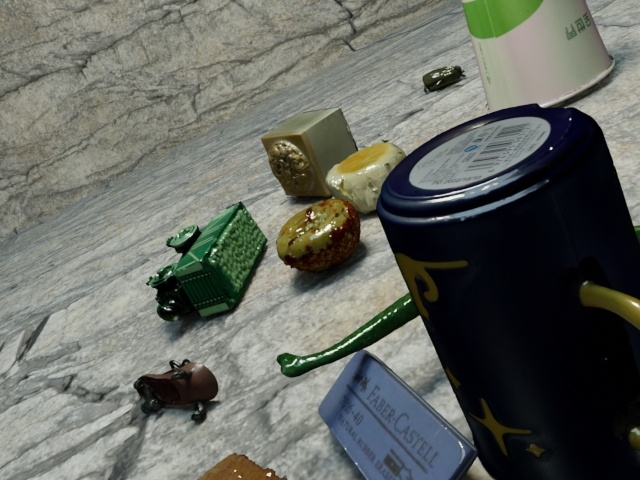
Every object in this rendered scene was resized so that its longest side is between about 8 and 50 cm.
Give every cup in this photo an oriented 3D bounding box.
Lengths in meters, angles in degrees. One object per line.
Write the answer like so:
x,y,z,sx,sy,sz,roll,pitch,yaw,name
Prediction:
0.387,-0.402,1.201,0.253,0.274,0.253,-24,22,10,cup
0.187,0.042,0.462,0.255,0.256,0.178,2,36,49,cup

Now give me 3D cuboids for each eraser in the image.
0.062,0.171,0.583,0.082,0.036,0.225,-54,24,-1,eraser

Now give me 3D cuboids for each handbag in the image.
0.310,-0.414,1.625,0.111,0.047,0.072,-13,20,32,handbag

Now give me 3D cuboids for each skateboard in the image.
-0.189,0.187,0.852,0.151,0.067,0.080,-12,17,43,skateboard

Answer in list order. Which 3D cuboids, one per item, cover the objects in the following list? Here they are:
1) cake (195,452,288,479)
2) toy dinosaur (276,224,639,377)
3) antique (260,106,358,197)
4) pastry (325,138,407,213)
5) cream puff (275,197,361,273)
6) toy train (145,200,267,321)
-0.006,0.229,0.455,0.295,0.116,0.113,-9,29,40,cake
0.200,0.037,0.642,0.446,0.087,0.301,-7,20,29,toy dinosaur
-0.020,-0.175,1.337,0.148,0.152,0.146,-38,25,-32,antique
0.090,-0.113,1.152,0.165,0.088,0.166,-24,21,10,pastry
0.000,0.000,1.010,0.149,0.084,0.149,-27,22,12,cream puff
-0.201,0.037,1.123,0.154,0.115,0.269,-25,20,22,toy train
